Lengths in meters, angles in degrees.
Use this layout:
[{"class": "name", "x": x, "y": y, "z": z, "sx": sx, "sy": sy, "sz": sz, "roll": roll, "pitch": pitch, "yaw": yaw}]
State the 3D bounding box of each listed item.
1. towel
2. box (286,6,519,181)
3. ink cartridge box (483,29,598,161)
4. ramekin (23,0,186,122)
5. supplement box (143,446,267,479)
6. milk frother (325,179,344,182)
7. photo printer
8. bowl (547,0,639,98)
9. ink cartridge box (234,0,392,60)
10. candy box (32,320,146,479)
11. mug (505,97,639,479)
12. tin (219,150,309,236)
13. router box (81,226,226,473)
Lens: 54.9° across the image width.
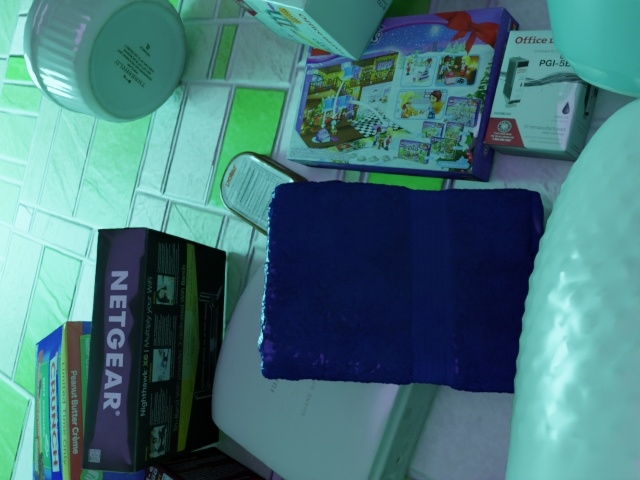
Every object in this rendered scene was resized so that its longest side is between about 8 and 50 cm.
[{"class": "towel", "x": 0.092, "y": 0.048, "z": 0.668, "sx": 0.308, "sy": 0.076, "sz": 0.227, "roll": 3, "pitch": 67, "yaw": -1}, {"class": "box", "x": 0.097, "y": -0.190, "z": 0.818, "sx": 0.293, "sy": 0.057, "sz": 0.201, "roll": 11, "pitch": 89, "yaw": 38}, {"class": "ink cartridge box", "x": 0.253, "y": -0.164, "z": 0.696, "sx": 0.099, "sy": 0.056, "sz": 0.135, "roll": 13, "pitch": 91, "yaw": 39}, {"class": "ramekin", "x": -0.352, "y": -0.330, "z": 1.065, "sx": 0.127, "sy": 0.273, "sz": 0.273, "roll": 30, "pitch": 101, "yaw": 24}, {"class": "supplement box", "x": -0.124, "y": 0.373, "z": 0.849, "sx": 0.239, "sy": 0.130, "sz": 0.073, "roll": 16, "pitch": 93, "yaw": 39}, {"class": "milk frother", "x": 0.000, "y": 0.000, "z": 0.812, "sx": 0.143, "sy": 0.135, "sz": 0.129, "roll": -23, "pitch": 67, "yaw": 31}, {"class": "photo printer", "x": -0.011, "y": 0.180, "z": 0.809, "sx": 0.307, "sy": 0.107, "sz": 0.256, "roll": 23, "pitch": 97, "yaw": 37}, {"class": "bowl", "x": 0.327, "y": -0.216, "z": 0.527, "sx": 0.311, "sy": 0.311, "sz": 0.163, "roll": 26, "pitch": 128, "yaw": 37}, {"class": "ink cartridge box", "x": -0.011, "y": -0.338, "z": 0.813, "sx": 0.176, "sy": 0.128, "sz": 0.127, "roll": 30, "pitch": 94, "yaw": 40}, {"class": "candy box", "x": -0.389, "y": 0.283, "z": 1.014, "sx": 0.317, "sy": 0.122, "sz": 0.268, "roll": -24, "pitch": 67, "yaw": 53}, {"class": "mug", "x": 0.351, "y": 0.067, "z": 0.478, "sx": 0.374, "sy": 0.276, "sz": 0.328, "roll": 7, "pitch": 82, "yaw": 7}, {"class": "tin", "x": -0.086, "y": -0.072, "z": 0.954, "sx": 0.190, "sy": 0.040, "sz": 0.106, "roll": 32, "pitch": 98, "yaw": 36}, {"class": "router box", "x": -0.225, "y": 0.150, "z": 0.887, "sx": 0.081, "sy": 0.243, "sz": 0.308, "roll": -2, "pitch": 80, "yaw": 16}]
